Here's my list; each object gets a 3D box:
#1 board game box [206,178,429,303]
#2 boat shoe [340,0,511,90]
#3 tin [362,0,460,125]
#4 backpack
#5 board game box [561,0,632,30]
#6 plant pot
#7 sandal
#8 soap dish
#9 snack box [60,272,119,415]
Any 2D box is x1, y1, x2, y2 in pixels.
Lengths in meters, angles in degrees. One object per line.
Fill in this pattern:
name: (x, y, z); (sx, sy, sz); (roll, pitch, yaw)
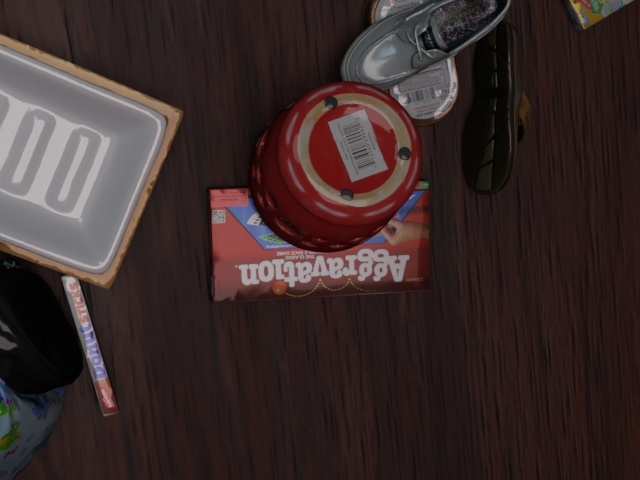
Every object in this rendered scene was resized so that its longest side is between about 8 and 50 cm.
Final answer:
board game box: (0.000, 0.000, 1.606); (0.281, 0.027, 0.145); (-3, 99, -12)
boat shoe: (0.128, -0.250, 1.538); (0.227, 0.081, 0.079); (-31, 102, -8)
tin: (0.116, -0.236, 1.599); (0.106, 0.040, 0.189); (-15, 100, -15)
backpack: (-0.438, 0.209, 1.406); (0.356, 0.290, 0.273); (-29, 85, -2)
board game box: (0.342, -0.363, 1.637); (0.103, 0.026, 0.154); (-32, 103, -8)
plant pot: (0.018, -0.089, 1.504); (0.191, 0.174, 0.191); (1, 82, -9)
sandal: (0.232, -0.167, 1.620); (0.060, 0.090, 0.219); (3, 89, -35)
soap dish: (-0.337, -0.101, 1.470); (0.291, 0.118, 0.229); (22, 92, -15)
snack box: (-0.279, 0.121, 1.538); (0.022, 0.064, 0.178); (-17, 101, -11)
